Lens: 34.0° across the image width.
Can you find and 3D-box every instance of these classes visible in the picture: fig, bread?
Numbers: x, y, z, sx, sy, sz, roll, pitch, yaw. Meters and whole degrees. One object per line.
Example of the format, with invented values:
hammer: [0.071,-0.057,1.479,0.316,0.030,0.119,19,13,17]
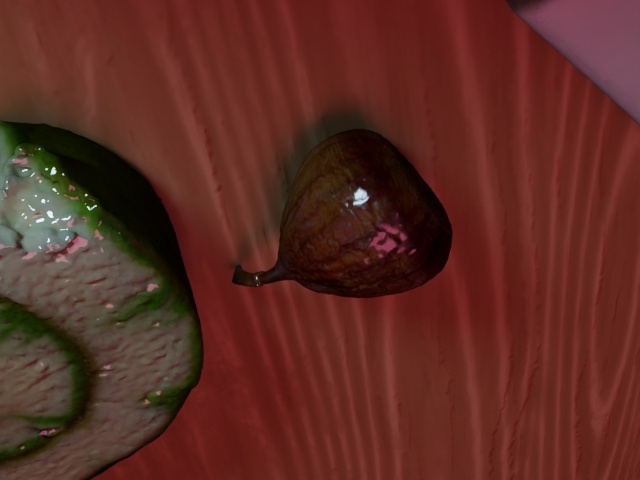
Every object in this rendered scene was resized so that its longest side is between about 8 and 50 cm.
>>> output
fig: [0.000,0.000,0.849,0.201,0.134,0.146,-24,129,15]
bread: [-0.274,0.074,0.800,0.366,0.129,0.382,12,127,-32]

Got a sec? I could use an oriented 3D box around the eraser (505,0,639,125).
eraser: [0.288,-0.176,0.798,0.189,0.104,0.290,-39,135,24]
